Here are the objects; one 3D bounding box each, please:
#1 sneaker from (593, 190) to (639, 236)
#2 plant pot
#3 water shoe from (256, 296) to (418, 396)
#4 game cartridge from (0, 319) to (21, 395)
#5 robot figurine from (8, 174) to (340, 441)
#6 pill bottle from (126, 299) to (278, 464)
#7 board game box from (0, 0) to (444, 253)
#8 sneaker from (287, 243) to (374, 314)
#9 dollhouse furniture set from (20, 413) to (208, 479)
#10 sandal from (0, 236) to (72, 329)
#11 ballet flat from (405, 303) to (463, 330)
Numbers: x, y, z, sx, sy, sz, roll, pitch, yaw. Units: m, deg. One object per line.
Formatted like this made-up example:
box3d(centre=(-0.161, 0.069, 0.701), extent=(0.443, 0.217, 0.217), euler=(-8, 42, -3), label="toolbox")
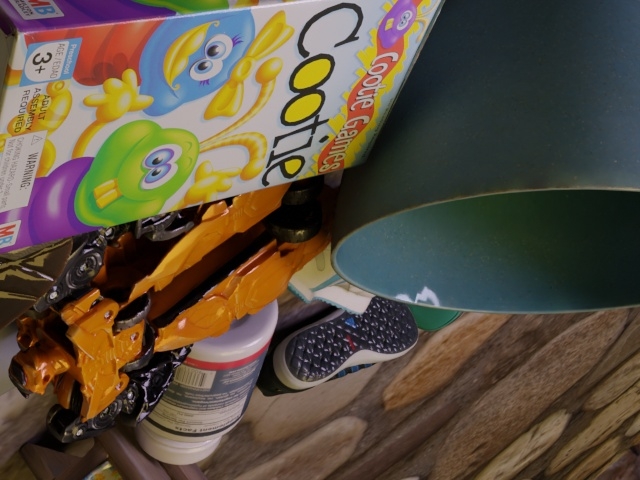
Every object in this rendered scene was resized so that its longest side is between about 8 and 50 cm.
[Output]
box3d(centre=(0.310, -0.156, 0.993), extent=(0.447, 0.257, 0.169), euler=(-51, 152, 18), label="sneaker")
box3d(centre=(0.152, -0.077, 0.837), extent=(0.290, 0.195, 0.290), euler=(0, 163, 0), label="plant pot")
box3d(centre=(0.014, 0.105, 1.235), extent=(0.203, 0.073, 0.080), euler=(-13, 169, -45), label="water shoe")
box3d(centre=(-0.314, 0.078, 0.745), extent=(0.297, 0.062, 0.198), euler=(-20, 151, -37), label="game cartridge")
box3d(centre=(-0.093, 0.005, 0.804), extent=(0.291, 0.085, 0.211), euler=(-37, 148, -32), label="robot figurine")
box3d(centre=(-0.105, 0.103, 1.003), extent=(0.108, 0.108, 0.180), euler=(-22, 149, -34), label="pill bottle")
box3d(centre=(-0.088, -0.112, 0.652), extent=(0.275, 0.144, 0.142), euler=(-17, 145, -41), label="board game box")
box3d(centre=(0.000, 0.000, 1.027), extent=(0.092, 0.087, 0.229), euler=(-55, 158, 8), label="sneaker")
box3d(centre=(-0.205, 0.393, 1.145), extent=(0.362, 0.256, 0.394), euler=(-42, 154, 1), label="dollhouse furniture set")
box3d(centre=(-0.237, 0.034, 0.665), extent=(0.219, 0.060, 0.090), euler=(-36, 137, 14), label="sandal")
box3d(centre=(0.137, 0.017, 1.250), extent=(0.213, 0.072, 0.068), euler=(102, 13, -54), label="ballet flat")
